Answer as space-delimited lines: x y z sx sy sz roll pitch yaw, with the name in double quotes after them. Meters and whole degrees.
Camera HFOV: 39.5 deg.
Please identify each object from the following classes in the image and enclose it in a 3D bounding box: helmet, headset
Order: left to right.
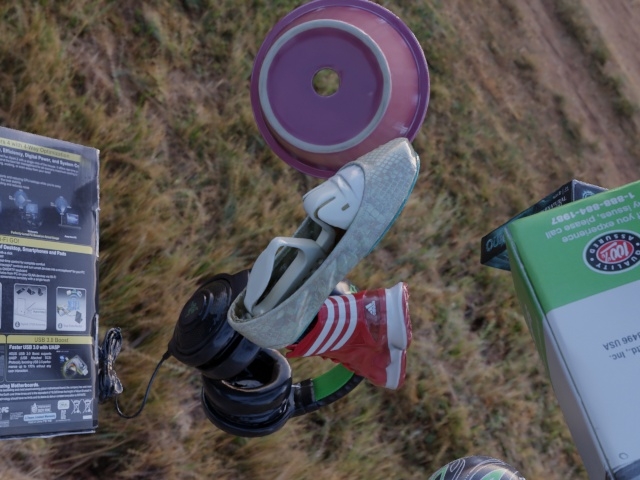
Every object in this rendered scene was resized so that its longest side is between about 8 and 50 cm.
-0.124 0.142 1.220 0.185 0.395 0.243 -102 174 -52 "headset"
0.217 0.385 1.250 0.170 0.169 0.161 13 60 -35 "helmet"

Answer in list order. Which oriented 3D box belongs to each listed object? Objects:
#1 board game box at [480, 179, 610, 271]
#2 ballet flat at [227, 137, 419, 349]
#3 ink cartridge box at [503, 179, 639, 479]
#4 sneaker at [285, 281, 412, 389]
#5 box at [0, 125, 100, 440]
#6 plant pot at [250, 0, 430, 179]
0.236 0.009 0.686 0.186 0.126 0.026 14 66 -17 "board game box"
0.000 0.000 0.569 0.052 0.168 0.057 27 12 -37 "ballet flat"
0.242 0.098 0.447 0.121 0.211 0.289 65 9 -51 "ink cartridge box"
0.026 0.101 0.941 0.128 0.221 0.087 -1 61 1 "sneaker"
-0.385 0.036 0.839 0.395 0.097 0.318 9 78 -54 "box"
0.014 -0.159 0.935 0.201 0.201 0.180 53 12 -2 "plant pot"
